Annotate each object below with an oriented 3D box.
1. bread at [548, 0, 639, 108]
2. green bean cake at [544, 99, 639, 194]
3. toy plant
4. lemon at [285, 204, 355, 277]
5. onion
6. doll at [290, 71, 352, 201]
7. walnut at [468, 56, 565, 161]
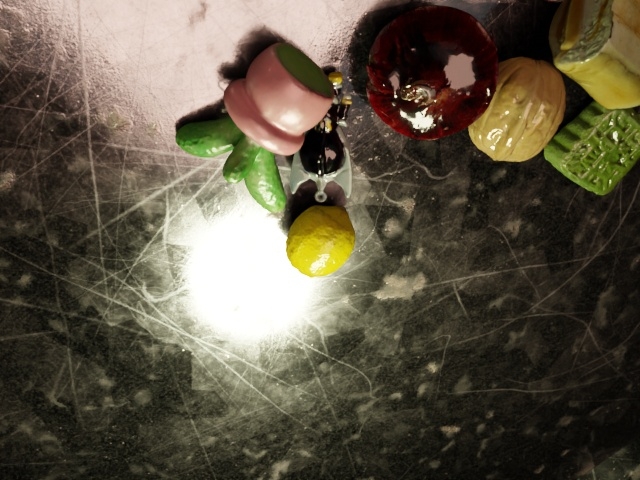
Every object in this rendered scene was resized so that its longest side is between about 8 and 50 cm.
[{"bbox_3d":[0.710,-0.474,1.414,0.341,0.210,0.301,19,81,-29],"label":"bread"},{"bbox_3d":[0.768,-0.267,1.597,0.222,0.125,0.248,24,111,-25],"label":"green bean cake"},{"bbox_3d":[-0.120,-0.248,1.331,0.317,0.211,0.356,33,115,-22],"label":"toy plant"},{"bbox_3d":[-0.002,0.001,1.529,0.193,0.181,0.180,-25,125,26],"label":"lemon"},{"bbox_3d":[0.252,-0.374,1.329,0.313,0.232,0.314,4,118,7],"label":"onion"},{"bbox_3d":[0.002,-0.247,1.427,0.145,0.103,0.317,-5,114,-18],"label":"doll"},{"bbox_3d":[0.481,-0.319,1.441,0.224,0.225,0.261,9,119,-19],"label":"walnut"}]
